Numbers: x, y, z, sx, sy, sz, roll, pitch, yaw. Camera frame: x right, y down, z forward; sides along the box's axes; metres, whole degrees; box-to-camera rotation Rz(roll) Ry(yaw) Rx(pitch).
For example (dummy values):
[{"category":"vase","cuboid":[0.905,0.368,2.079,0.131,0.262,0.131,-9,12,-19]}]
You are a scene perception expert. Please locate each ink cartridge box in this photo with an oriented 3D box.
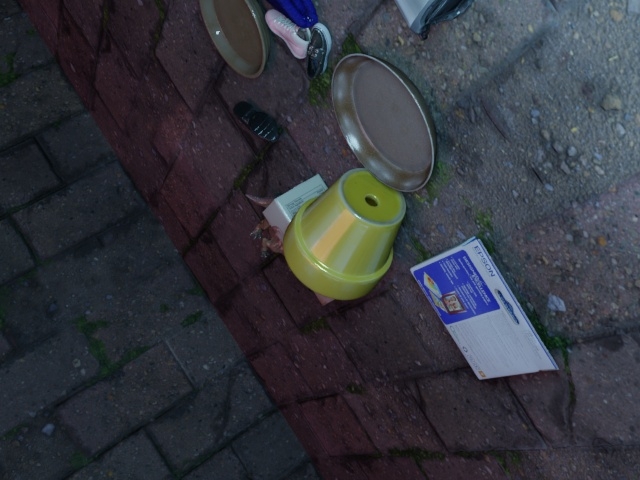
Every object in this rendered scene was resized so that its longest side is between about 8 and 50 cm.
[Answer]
[{"category":"ink cartridge box","cuboid":[0.353,0.145,1.776,0.303,0.072,0.307,59,154,1]}]

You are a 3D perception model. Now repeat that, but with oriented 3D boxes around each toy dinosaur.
[{"category":"toy dinosaur","cuboid":[-0.101,-0.041,2.363,0.295,0.127,0.200,64,151,18]}]

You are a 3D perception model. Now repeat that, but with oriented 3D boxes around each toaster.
[{"category":"toaster","cuboid":[0.181,-0.436,1.337,0.146,0.129,0.227,60,158,6]}]

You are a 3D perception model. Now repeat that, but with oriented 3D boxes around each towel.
[{"category":"towel","cuboid":[-0.140,-0.588,1.767,0.308,0.076,0.228,45,-175,26]}]

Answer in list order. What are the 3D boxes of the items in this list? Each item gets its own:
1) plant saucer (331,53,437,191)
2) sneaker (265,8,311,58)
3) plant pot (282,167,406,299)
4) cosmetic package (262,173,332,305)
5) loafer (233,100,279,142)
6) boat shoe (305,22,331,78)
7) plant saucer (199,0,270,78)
[{"category":"plant saucer","cuboid":[0.138,-0.248,1.735,0.310,0.050,0.310,44,153,29]},{"category":"sneaker","cuboid":[-0.066,-0.472,1.856,0.134,0.051,0.070,52,154,6]},{"category":"plant pot","cuboid":[0.071,-0.029,1.913,0.254,0.254,0.239,51,141,15]},{"category":"cosmetic package","cuboid":[0.000,0.000,2.170,0.296,0.153,0.129,58,155,2]},{"category":"loafer","cuboid":[-0.162,-0.309,2.238,0.170,0.062,0.061,46,176,33]},{"category":"boat shoe","cuboid":[-0.008,-0.407,1.821,0.049,0.040,0.142,32,151,18]},{"category":"plant saucer","cuboid":[-0.207,-0.533,2.063,0.278,0.041,0.277,43,151,31]}]
